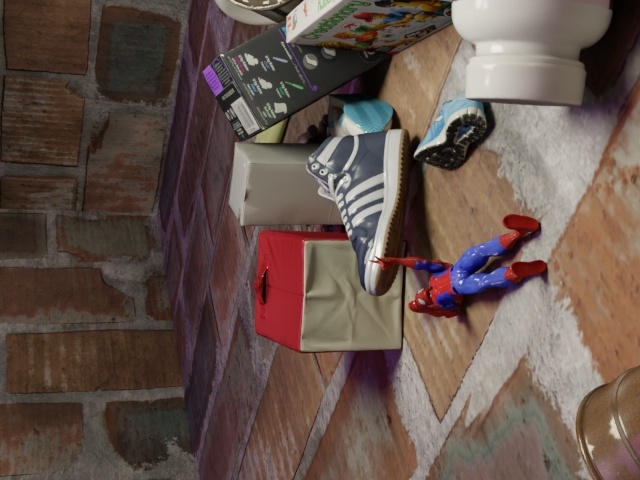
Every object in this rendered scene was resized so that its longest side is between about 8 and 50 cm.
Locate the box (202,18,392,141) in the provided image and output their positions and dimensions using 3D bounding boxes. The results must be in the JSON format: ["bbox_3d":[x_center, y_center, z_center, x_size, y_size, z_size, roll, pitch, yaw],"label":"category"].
[{"bbox_3d":[-0.042,-0.301,1.525,0.143,0.270,0.165,60,163,-9],"label":"box"}]

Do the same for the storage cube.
[{"bbox_3d":[0.012,0.081,1.478,0.193,0.215,0.184,-171,84,-65],"label":"storage cube"}]

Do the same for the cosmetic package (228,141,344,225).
[{"bbox_3d":[-0.036,-0.100,1.577,0.107,0.238,0.127,-122,39,-58],"label":"cosmetic package"}]

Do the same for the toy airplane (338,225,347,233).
[{"bbox_3d":[0.042,0.009,1.666,0.151,0.028,0.151,179,90,-71],"label":"toy airplane"}]

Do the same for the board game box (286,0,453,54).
[{"bbox_3d":[0.085,-0.340,1.316,0.305,0.193,0.053,176,96,-71],"label":"board game box"}]

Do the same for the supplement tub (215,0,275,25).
[{"bbox_3d":[-0.129,-0.650,1.903,0.228,0.228,0.316,128,139,-60],"label":"supplement tub"}]

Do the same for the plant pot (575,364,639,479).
[{"bbox_3d":[0.314,0.133,0.689,0.167,0.167,0.165,-106,33,-41],"label":"plant pot"}]

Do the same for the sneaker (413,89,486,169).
[{"bbox_3d":[0.186,-0.156,1.243,0.162,0.063,0.073,136,150,-58],"label":"sneaker"}]

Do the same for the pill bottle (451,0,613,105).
[{"bbox_3d":[0.227,-0.296,0.938,0.169,0.169,0.302,-158,70,-70],"label":"pill bottle"}]

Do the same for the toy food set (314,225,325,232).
[{"bbox_3d":[0.000,0.000,1.807,0.122,0.019,0.078,110,155,-60],"label":"toy food set"}]

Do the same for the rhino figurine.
[{"bbox_3d":[-0.002,-0.117,1.737,0.106,0.073,0.243,133,134,-57],"label":"rhino figurine"}]

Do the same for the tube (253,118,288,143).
[{"bbox_3d":[-0.102,-0.284,2.072,0.070,0.062,0.240,34,128,15],"label":"tube"}]

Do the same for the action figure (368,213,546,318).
[{"bbox_3d":[0.161,0.045,1.168,0.280,0.139,0.091,132,136,-66],"label":"action figure"}]

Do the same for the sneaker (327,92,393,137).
[{"bbox_3d":[0.069,-0.195,1.535,0.229,0.087,0.092,-120,29,-69],"label":"sneaker"}]

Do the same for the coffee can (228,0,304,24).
[{"bbox_3d":[-0.072,-0.497,1.599,0.275,0.201,0.202,-29,-56,-76],"label":"coffee can"}]

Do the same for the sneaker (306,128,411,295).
[{"bbox_3d":[0.049,-0.046,1.362,0.099,0.153,0.282,67,-151,-58],"label":"sneaker"}]
